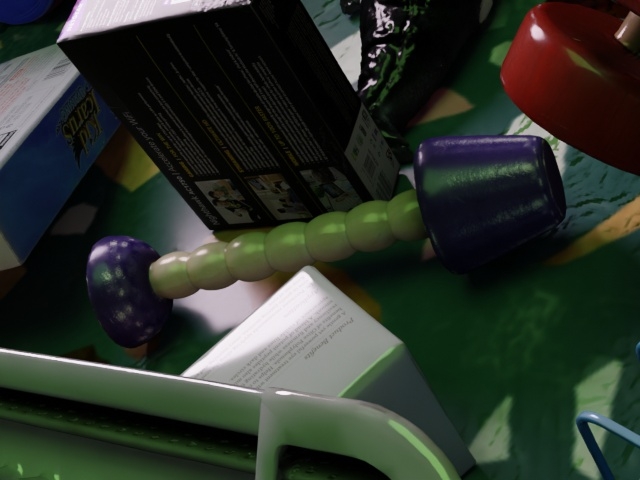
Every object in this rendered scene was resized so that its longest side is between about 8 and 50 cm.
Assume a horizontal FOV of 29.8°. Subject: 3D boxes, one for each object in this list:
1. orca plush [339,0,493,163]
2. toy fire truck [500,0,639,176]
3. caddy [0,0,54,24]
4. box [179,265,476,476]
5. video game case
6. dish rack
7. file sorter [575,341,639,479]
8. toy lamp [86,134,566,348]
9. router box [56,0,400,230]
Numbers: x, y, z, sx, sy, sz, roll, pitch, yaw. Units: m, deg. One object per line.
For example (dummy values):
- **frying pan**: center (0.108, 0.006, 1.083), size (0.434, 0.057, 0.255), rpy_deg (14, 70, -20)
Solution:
- **orca plush**: center (0.049, -0.188, 0.810), size (0.151, 0.102, 0.287), rpy_deg (13, 59, 40)
- **toy fire truck**: center (0.243, -0.074, 0.483), size (0.254, 0.302, 0.169), rpy_deg (45, 122, 35)
- **caddy**: center (-0.286, -0.345, 1.018), size (0.241, 0.341, 0.179), rpy_deg (24, 65, -6)
- **box**: center (-0.001, 0.090, 0.575), size (0.101, 0.102, 0.087), rpy_deg (-41, 40, -9)
- **video game case**: center (-0.276, -0.048, 0.861), size (0.244, 0.061, 0.269), rpy_deg (-13, 28, 19)
- **dish rack**: center (-0.079, 0.191, 0.481), size (0.333, 0.072, 0.285), rpy_deg (4, 87, 35)
- **file sorter**: center (0.176, 0.085, 0.468), size (0.170, 0.104, 0.118), rpy_deg (-46, 43, -15)
- **toy lamp**: center (0.000, 0.000, 0.681), size (0.275, 0.080, 0.080), rpy_deg (-16, 44, 20)
- **router box**: center (-0.049, -0.079, 0.709), size (0.133, 0.179, 0.046), rpy_deg (-4, 51, 29)
